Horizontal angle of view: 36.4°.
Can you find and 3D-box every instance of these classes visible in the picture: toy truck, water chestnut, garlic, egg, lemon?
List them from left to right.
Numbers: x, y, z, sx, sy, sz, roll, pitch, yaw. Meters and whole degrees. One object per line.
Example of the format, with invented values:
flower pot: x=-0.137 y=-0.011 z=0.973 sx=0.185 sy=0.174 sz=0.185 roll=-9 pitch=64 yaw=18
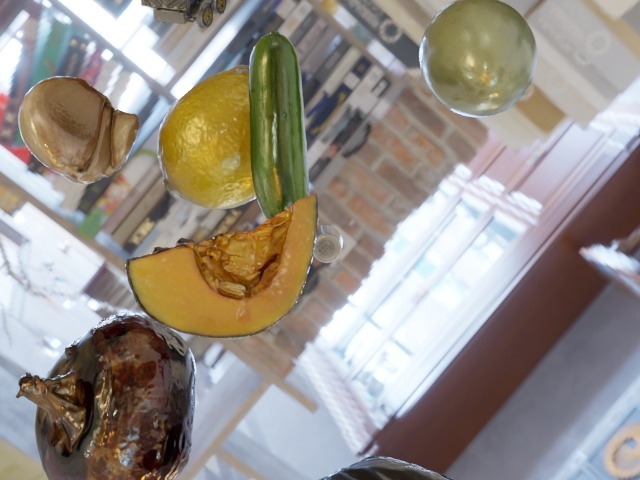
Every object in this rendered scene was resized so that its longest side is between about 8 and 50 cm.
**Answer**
garlic: x=-0.461 y=-0.194 z=1.804 sx=0.217 sy=0.110 sz=0.228 roll=38 pitch=-141 yaw=-22
water chestnut: x=-0.376 y=0.280 z=1.662 sx=0.302 sy=0.350 sz=0.350 roll=15 pitch=-164 yaw=-34
toy truck: x=-0.165 y=-0.365 z=1.325 sx=0.083 sy=0.192 sz=0.092 roll=11 pitch=139 yaw=23
lemon: x=-0.171 y=-0.196 z=1.863 sx=0.245 sy=0.320 sz=0.245 roll=53 pitch=-178 yaw=-3
egg: x=0.294 y=-0.337 z=1.810 sx=0.218 sy=0.218 sz=0.295 roll=39 pitch=-158 yaw=-14

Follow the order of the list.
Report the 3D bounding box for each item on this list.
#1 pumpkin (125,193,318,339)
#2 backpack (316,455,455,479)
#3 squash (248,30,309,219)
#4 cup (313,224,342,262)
pumpkin: x=-0.113 y=0.070 z=1.373 sx=0.169 sy=0.312 sz=0.148 roll=60 pitch=155 yaw=16
backpack: x=0.067 y=0.517 z=1.551 sx=0.363 sy=0.255 sz=0.445 roll=13 pitch=-171 yaw=40
squash: x=-0.072 y=-0.169 z=1.662 sx=0.101 sy=0.101 sz=0.379 roll=21 pitch=-117 yaw=-83
cup: x=0.000 y=0.000 z=2.041 sx=0.104 sy=0.074 sz=0.116 roll=42 pitch=-176 yaw=-4
